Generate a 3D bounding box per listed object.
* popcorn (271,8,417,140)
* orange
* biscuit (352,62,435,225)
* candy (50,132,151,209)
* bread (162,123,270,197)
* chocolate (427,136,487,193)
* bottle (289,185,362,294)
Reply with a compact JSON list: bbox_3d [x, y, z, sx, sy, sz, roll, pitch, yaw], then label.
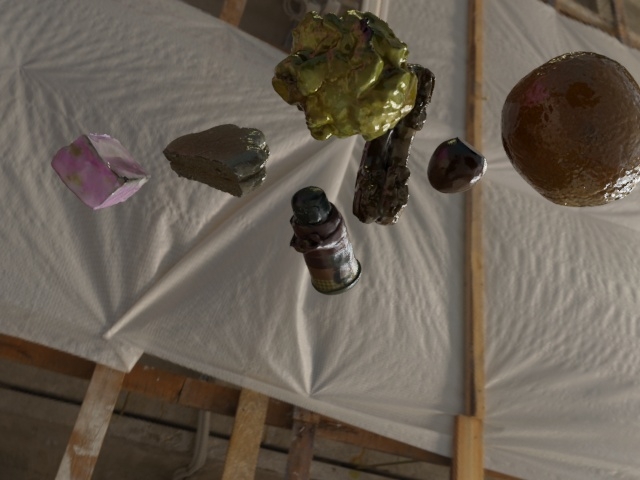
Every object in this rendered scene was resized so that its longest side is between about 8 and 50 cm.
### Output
[{"bbox_3d":[0.044,-0.319,1.102,0.252,0.215,0.286,-48,-118,5],"label":"popcorn"},{"bbox_3d":[0.591,-0.247,1.309,0.322,0.322,0.356,-29,-87,-34],"label":"orange"},{"bbox_3d":[0.158,-0.211,1.285,0.115,0.268,0.366,15,-88,-2],"label":"biscuit"},{"bbox_3d":[-0.526,-0.173,1.379,0.116,0.265,0.155,-41,-81,4],"label":"candy"},{"bbox_3d":[-0.235,-0.210,1.384,0.337,0.101,0.183,21,-131,42],"label":"bread"},{"bbox_3d":[0.397,-0.212,1.666,0.177,0.177,0.176,11,-121,-20],"label":"chocolate"},{"bbox_3d":[0.000,0.000,1.333,0.143,0.271,0.156,-17,-144,6],"label":"bottle"}]
